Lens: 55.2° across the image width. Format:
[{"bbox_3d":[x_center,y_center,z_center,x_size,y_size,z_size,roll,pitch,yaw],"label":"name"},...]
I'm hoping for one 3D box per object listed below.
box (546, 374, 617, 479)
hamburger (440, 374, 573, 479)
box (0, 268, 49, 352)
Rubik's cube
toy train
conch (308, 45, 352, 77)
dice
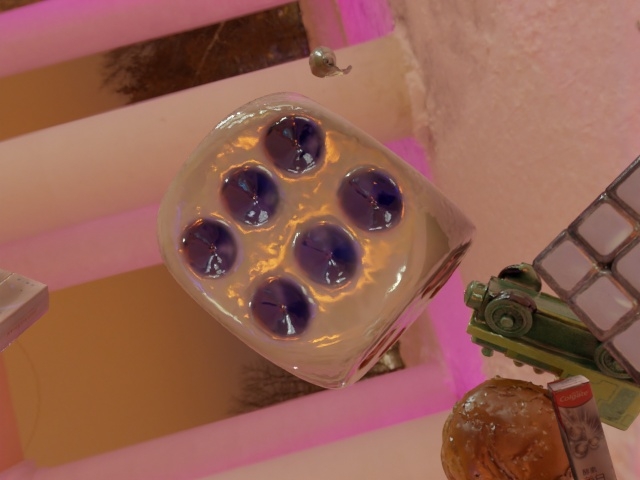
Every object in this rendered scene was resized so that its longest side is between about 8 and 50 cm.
[{"bbox_3d":[0.376,0.300,0.861,0.039,0.055,0.218,-64,-43,-84],"label":"box"},{"bbox_3d":[0.346,0.370,1.117,0.211,0.261,0.245,66,-170,-59],"label":"hamburger"},{"bbox_3d":[-0.615,0.104,1.053,0.149,0.233,0.067,-61,-14,-55],"label":"box"},{"bbox_3d":[0.379,0.023,0.529,0.237,0.238,0.237,2,-137,-46],"label":"Rubik's cube"},{"bbox_3d":[0.437,0.189,1.144,0.150,0.369,0.237,-54,-21,-46],"label":"toy train"},{"bbox_3d":[0.015,-0.372,1.305,0.088,0.065,0.180,36,-173,-15],"label":"conch"},{"bbox_3d":[0.000,0.000,0.794,0.304,0.277,0.304,41,-177,14],"label":"dice"}]
